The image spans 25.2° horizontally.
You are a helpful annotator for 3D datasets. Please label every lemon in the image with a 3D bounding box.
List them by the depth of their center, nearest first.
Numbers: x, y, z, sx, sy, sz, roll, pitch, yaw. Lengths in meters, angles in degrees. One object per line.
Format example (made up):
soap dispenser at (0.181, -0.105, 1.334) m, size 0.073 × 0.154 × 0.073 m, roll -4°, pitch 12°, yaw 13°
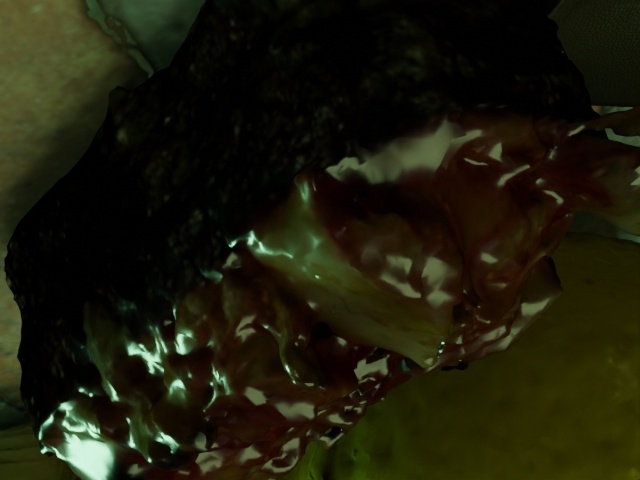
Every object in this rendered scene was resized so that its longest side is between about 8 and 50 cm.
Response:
lemon at (0.159, 0.167, 0.900) m, size 0.387 × 0.349 × 0.349 m, roll -6°, pitch 153°, yaw -1°

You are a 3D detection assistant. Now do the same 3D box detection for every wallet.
wallet at (0.175, -0.109, 0.743) m, size 0.198 × 0.031 × 0.110 m, roll -1°, pitch 149°, yaw -34°

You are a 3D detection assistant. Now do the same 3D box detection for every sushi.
sushi at (0.000, 0.000, 0.663) m, size 0.196 × 0.181 × 0.343 m, roll -2°, pitch 152°, yaw -46°

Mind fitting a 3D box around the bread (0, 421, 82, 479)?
bread at (-0.217, 0.232, 0.955) m, size 0.133 × 0.179 × 0.250 m, roll 6°, pitch 136°, yaw -28°
